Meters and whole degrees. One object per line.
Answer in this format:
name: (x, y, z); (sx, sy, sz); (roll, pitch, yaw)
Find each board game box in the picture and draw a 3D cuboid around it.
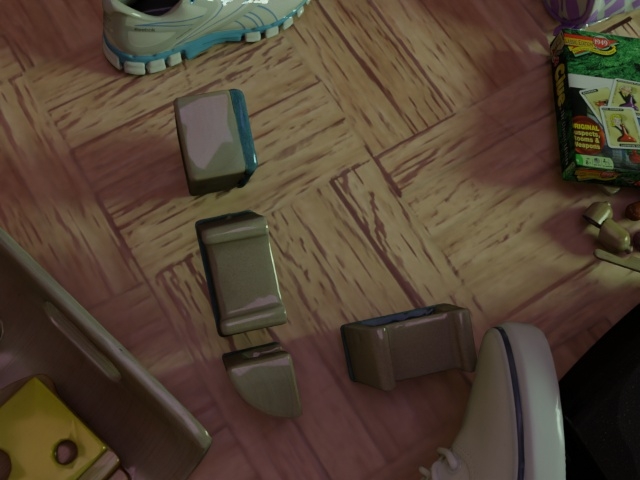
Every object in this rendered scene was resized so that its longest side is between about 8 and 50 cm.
board game box: (0.320, -0.097, 0.610); (0.260, 0.030, 0.136); (6, 61, -5)

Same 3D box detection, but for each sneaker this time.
sneaker: (0.079, 0.172, 0.439); (0.091, 0.094, 0.258); (9, 84, -2)
sneaker: (-0.082, -0.196, 0.588); (0.191, 0.083, 0.071); (-29, 73, -16)

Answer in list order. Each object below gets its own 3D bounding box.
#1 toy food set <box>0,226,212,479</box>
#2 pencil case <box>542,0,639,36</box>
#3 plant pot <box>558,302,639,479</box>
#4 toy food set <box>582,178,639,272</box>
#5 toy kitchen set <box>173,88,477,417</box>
toy food set: (-0.244, 0.155, 0.435); (0.220, 0.092, 0.306); (41, 72, 10)
pencil case: (0.290, -0.233, 0.639); (0.206, 0.086, 0.088); (-14, 105, -9)
plant pot: (0.240, 0.121, 0.459); (0.167, 0.188, 0.187); (-30, 75, -2)
toy food set: (0.245, -0.026, 0.592); (0.078, 0.019, 0.122); (19, 61, 1)
toy kitchen set: (0.000, 0.000, 0.525); (0.166, 0.122, 0.207); (-11, 91, -10)
